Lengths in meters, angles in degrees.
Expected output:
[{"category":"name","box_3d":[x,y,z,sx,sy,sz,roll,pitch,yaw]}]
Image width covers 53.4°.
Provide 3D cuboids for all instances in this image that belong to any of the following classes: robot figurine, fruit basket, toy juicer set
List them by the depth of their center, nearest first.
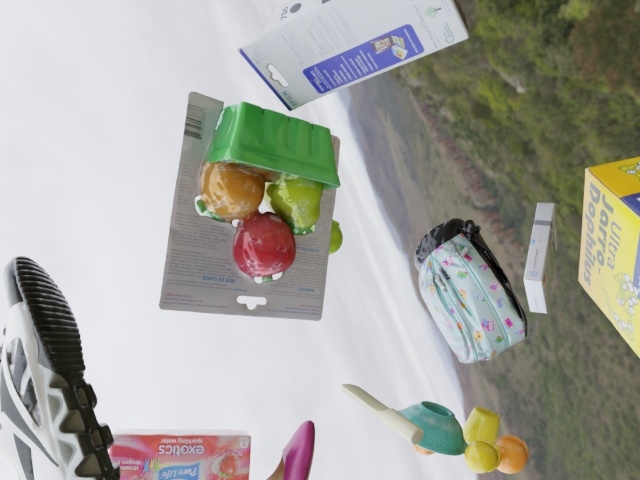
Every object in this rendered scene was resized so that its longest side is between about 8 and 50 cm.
[{"category":"fruit basket","box_3d":[-0.112,-0.045,1.103,0.166,0.327,0.352,11,91,52]},{"category":"toy juicer set","box_3d":[0.205,0.348,1.103,0.209,0.329,0.089,-145,72,-70]},{"category":"robot figurine","box_3d":[0.000,0.000,1.251,0.067,0.101,0.115,42,153,-15]}]

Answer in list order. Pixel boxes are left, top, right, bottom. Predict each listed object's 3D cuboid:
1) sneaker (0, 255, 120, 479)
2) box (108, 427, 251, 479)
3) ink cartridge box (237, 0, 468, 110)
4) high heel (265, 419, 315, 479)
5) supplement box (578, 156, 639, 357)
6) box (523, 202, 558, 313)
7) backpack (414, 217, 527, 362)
[{"category":"sneaker","box_3d":[-0.382,0.183,0.817,0.122,0.146,0.330,62,-173,-75]},{"category":"box","box_3d":[-0.309,0.498,1.402,0.142,0.300,0.153,135,138,-74]},{"category":"ink cartridge box","box_3d":[0.049,-0.331,1.010,0.165,0.333,0.065,45,-144,-47]},{"category":"high heel","box_3d":[-0.140,0.578,1.483,0.127,0.182,0.376,-156,86,-83]},{"category":"supplement box","box_3d":[0.546,-0.005,0.810,0.195,0.357,0.194,-103,2,-58]},{"category":"box","box_3d":[0.463,0.037,1.326,0.145,0.038,0.186,57,-136,-51]},{"category":"backpack","box_3d":[0.206,0.077,0.885,0.181,0.115,0.152,63,-175,24]}]
